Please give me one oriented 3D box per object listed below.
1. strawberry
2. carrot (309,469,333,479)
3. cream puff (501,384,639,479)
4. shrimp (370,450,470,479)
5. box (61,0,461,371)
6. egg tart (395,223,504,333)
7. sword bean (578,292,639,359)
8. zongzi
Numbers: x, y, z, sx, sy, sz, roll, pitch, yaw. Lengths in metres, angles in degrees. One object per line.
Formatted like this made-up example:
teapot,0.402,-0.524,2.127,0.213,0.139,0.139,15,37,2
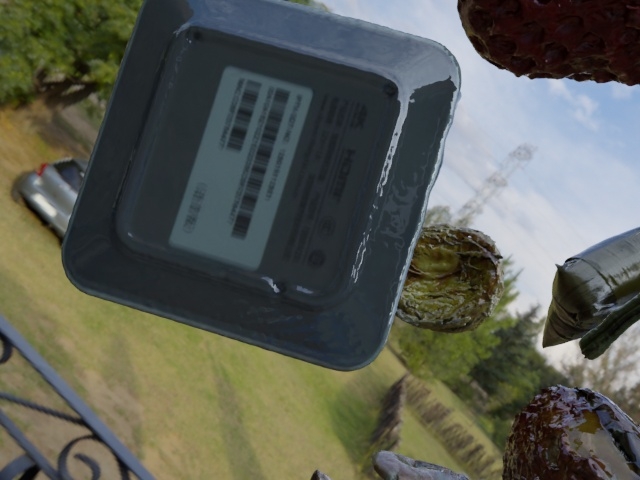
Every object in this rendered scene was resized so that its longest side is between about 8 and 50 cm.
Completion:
strawberry,0.337,-0.299,0.784,0.317,0.345,0.295,53,14,-71
carrot,0.020,0.447,1.077,0.102,0.102,0.263,45,-25,55
cream puff,0.269,0.257,0.662,0.240,0.164,0.240,63,2,-3
shrimp,0.208,0.474,1.388,0.267,0.061,0.145,17,3,-32
box,-0.066,-0.081,0.817,0.397,0.395,0.111,15,-4,6
egg tart,0.249,0.082,1.389,0.098,0.252,0.231,30,38,-66
sword bean,0.451,0.074,0.906,0.038,0.269,0.043,15,40,-48
zongzi,0.593,0.105,1.435,0.145,0.274,0.300,58,-11,29
